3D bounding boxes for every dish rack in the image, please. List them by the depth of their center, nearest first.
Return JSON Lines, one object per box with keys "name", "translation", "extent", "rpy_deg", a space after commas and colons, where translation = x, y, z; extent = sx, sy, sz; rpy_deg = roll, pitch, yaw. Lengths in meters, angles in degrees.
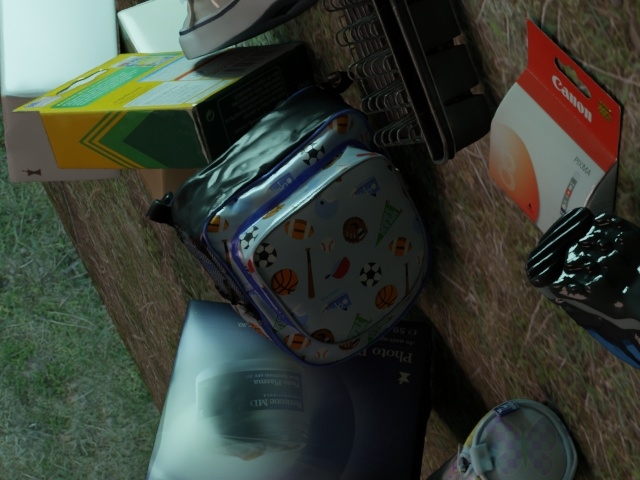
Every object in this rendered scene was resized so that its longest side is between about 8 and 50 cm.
{"name": "dish rack", "translation": [0.072, -0.181, 1.800], "extent": [0.208, 0.074, 0.271], "rpy_deg": [70, 163, -8]}

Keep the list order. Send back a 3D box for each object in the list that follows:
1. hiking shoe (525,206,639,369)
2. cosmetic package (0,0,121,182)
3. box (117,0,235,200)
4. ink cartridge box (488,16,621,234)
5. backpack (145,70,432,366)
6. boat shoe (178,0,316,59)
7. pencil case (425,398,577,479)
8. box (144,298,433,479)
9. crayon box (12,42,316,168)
{"name": "hiking shoe", "translation": [0.304, 0.065, 1.429], "extent": [0.132, 0.113, 0.304], "rpy_deg": [42, 175, -40]}
{"name": "cosmetic package", "translation": [-0.368, -0.331, 2.514], "extent": [0.230, 0.162, 0.453], "rpy_deg": [101, 164, -61]}
{"name": "box", "translation": [-0.195, -0.189, 2.493], "extent": [0.148, 0.121, 0.311], "rpy_deg": [58, 161, 29]}
{"name": "ink cartridge box", "translation": [0.204, -0.084, 1.584], "extent": [0.145, 0.045, 0.179], "rpy_deg": [52, 160, 38]}
{"name": "backpack", "translation": [0.000, 0.000, 1.971], "extent": [0.213, 0.276, 0.263], "rpy_deg": [47, 171, 52]}
{"name": "boat shoe", "translation": [-0.093, -0.313, 2.017], "extent": [0.156, 0.136, 0.367], "rpy_deg": [67, 160, 0]}
{"name": "pencil case", "translation": [0.185, 0.263, 1.942], "extent": [0.113, 0.124, 0.273], "rpy_deg": [62, 163, 15]}
{"name": "box", "translation": [-0.031, 0.242, 2.078], "extent": [0.182, 0.296, 0.294], "rpy_deg": [87, -170, -49]}
{"name": "crayon box", "translation": [-0.188, -0.161, 2.175], "extent": [0.323, 0.203, 0.083], "rpy_deg": [3, 117, 42]}
